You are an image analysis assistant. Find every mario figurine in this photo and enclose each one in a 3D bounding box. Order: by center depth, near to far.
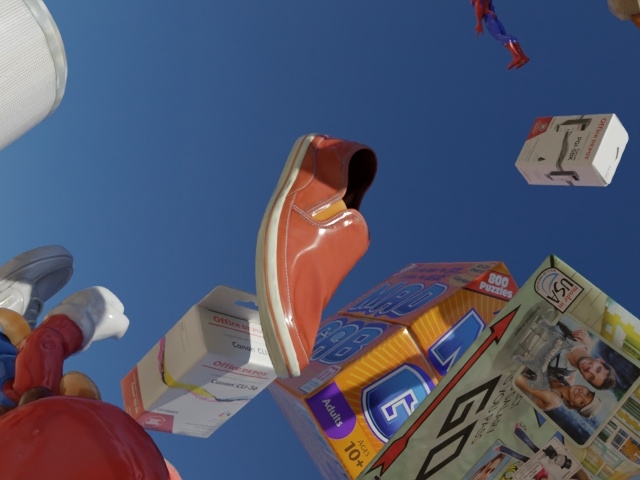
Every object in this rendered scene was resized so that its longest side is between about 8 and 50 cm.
[{"bbox_3d":[-0.188,0.153,0.533,0.320,0.170,0.198,16,-65,48],"label":"mario figurine"}]

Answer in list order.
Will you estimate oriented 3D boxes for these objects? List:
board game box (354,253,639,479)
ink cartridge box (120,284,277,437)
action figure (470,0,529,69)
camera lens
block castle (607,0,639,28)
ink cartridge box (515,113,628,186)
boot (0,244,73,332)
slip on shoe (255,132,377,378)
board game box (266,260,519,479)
[{"bbox_3d":[0.141,0.197,0.518,0.213,0.046,0.317,42,-84,25],"label":"board game box"},{"bbox_3d":[-0.123,0.142,0.857,0.198,0.115,0.067,-45,-134,27],"label":"ink cartridge box"},{"bbox_3d":[0.191,-0.244,0.847,0.030,0.038,0.115,-33,-99,43],"label":"action figure"},{"bbox_3d":[-0.427,-0.173,0.801,0.219,0.219,0.274,-37,-167,44],"label":"camera lens"},{"bbox_3d":[0.588,-0.256,0.847,0.213,0.453,0.303,-47,180,-9],"label":"block castle"},{"bbox_3d":[0.383,-0.138,1.155,0.135,0.056,0.099,6,-118,49],"label":"ink cartridge box"},{"bbox_3d":[-0.380,0.105,0.940,0.123,0.258,0.095,34,-48,15],"label":"boot"},{"bbox_3d":[0.000,0.000,0.817,0.331,0.101,0.123,-75,160,-44],"label":"slip on shoe"},{"bbox_3d":[0.162,0.276,1.231,0.357,0.356,0.356,59,-15,-6],"label":"board game box"}]
